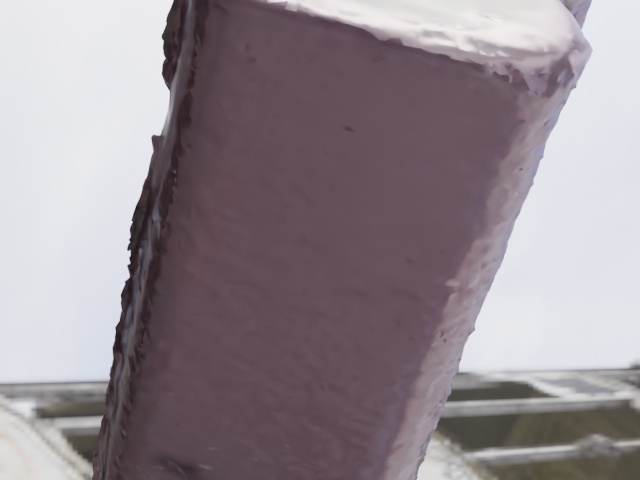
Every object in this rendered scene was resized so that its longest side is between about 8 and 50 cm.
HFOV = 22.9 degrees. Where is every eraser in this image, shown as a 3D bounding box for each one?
[{"bbox_3d":[0.000,0.000,0.602,0.272,0.122,0.359,-72,179,-52],"label":"eraser"}]
